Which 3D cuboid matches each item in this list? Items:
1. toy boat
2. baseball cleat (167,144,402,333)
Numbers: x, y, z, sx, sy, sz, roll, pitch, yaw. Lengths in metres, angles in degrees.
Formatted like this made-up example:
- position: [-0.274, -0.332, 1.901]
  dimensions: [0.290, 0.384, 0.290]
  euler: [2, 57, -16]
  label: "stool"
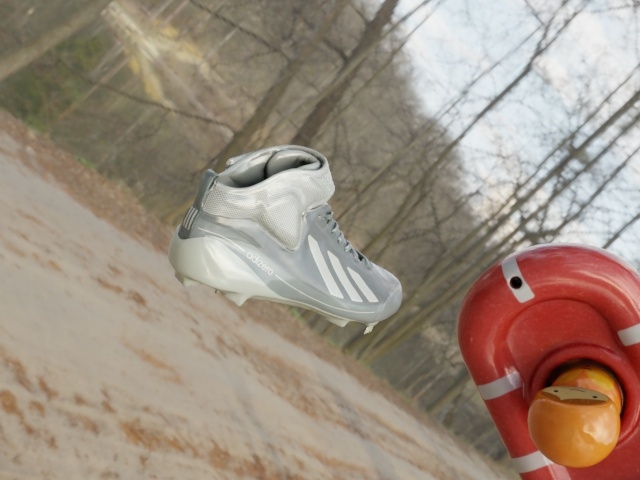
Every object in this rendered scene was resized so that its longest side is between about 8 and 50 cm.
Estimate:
- position: [0.185, 0.114, 0.619]
  dimensions: [0.231, 0.151, 0.151]
  euler: [64, 22, 7]
  label: "toy boat"
- position: [0.000, 0.000, 0.574]
  dimensions: [0.206, 0.109, 0.072]
  euler: [10, 20, -49]
  label: "baseball cleat"
